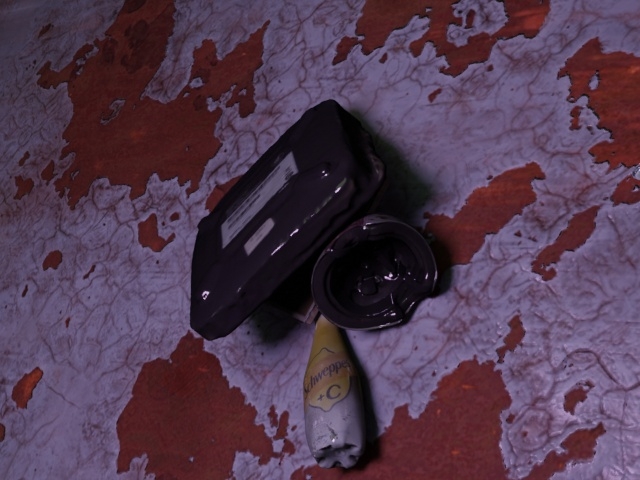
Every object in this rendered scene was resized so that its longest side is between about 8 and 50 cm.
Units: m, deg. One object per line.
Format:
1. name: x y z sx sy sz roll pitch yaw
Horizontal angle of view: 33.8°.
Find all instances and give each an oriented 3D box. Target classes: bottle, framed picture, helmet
1. bottle: 0.013 0.190 1.480 0.083 0.083 0.269 -31 41 23
2. framed picture: 0.000 0.000 1.614 0.250 0.016 0.184 -62 29 -7
3. helmet: 0.073 0.032 1.485 0.177 0.153 0.107 -39 21 20

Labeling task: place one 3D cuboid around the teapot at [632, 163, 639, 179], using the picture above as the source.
1. teapot: 0.471 -0.136 1.240 0.232 0.159 0.159 -47 45 8

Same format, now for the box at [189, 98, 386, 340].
1. box: -0.064 -0.042 1.584 0.359 0.091 0.350 -45 20 13
